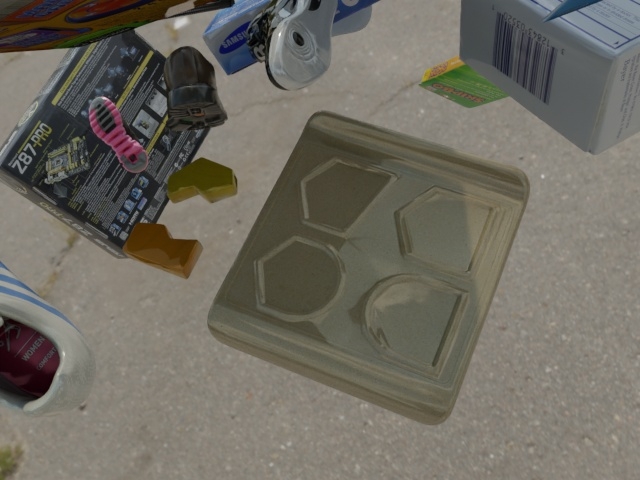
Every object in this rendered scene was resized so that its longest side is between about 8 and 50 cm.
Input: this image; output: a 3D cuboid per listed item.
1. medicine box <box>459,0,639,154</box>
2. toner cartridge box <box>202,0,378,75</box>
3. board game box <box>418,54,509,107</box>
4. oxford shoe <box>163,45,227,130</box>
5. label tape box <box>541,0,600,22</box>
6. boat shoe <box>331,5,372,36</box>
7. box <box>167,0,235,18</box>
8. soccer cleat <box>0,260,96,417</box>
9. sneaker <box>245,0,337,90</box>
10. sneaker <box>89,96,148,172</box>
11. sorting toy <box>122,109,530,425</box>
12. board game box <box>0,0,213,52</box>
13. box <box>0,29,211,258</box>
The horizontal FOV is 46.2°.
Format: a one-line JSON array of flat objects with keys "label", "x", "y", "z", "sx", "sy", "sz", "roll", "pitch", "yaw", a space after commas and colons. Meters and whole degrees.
[{"label": "medicine box", "x": 0.373, "y": -0.284, "z": 0.964, "sx": 0.289, "sy": 0.149, "sz": 0.263, "roll": -27, "pitch": 50, "yaw": -17}, {"label": "toner cartridge box", "x": 0.002, "y": -0.374, "z": 1.096, "sx": 0.347, "sy": 0.075, "sz": 0.165, "roll": -20, "pitch": 32, "yaw": 26}, {"label": "board game box", "x": 0.285, "y": -0.291, "z": 1.349, "sx": 0.259, "sy": 0.124, "sz": 0.039, "roll": -6, "pitch": 65, "yaw": 70}, {"label": "oxford shoe", "x": -0.167, "y": -0.199, "z": 0.991, "sx": 0.082, "sy": 0.096, "sz": 0.227, "roll": -9, "pitch": -3, "yaw": -13}, {"label": "label tape box", "x": 0.334, "y": -0.343, "z": 0.621, "sx": 0.249, "sy": 0.115, "sz": 0.348, "roll": -23, "pitch": -6, "yaw": -11}, {"label": "boat shoe", "x": -0.067, "y": -0.493, "z": 1.636, "sx": 0.367, "sy": 0.136, "sz": 0.156, "roll": -25, "pitch": 29, "yaw": -36}, {"label": "box", "x": -0.257, "y": -0.378, "z": 0.923, "sx": 0.270, "sy": 0.216, "sz": 0.060, "roll": -12, "pitch": 33, "yaw": -7}, {"label": "soccer cleat", "x": -0.353, "y": 0.047, "z": 0.704, "sx": 0.116, "sy": 0.331, "sz": 0.143, "roll": -54, "pitch": 4, "yaw": -5}, {"label": "sneaker", "x": -0.048, "y": -0.240, "z": 0.941, "sx": 0.121, "sy": 0.079, "sz": 0.217, "roll": -26, "pitch": 35, "yaw": 38}, {"label": "sneaker", "x": -0.286, "y": -0.151, "z": 1.076, "sx": 0.047, "sy": 0.119, "sz": 0.057, "roll": -30, "pitch": 9, "yaw": 6}, {"label": "sorting toy", "x": 0.000, "y": 0.000, "z": 0.649, "sx": 0.307, "sy": 0.041, "sz": 0.229, "roll": 19, "pitch": 70, "yaw": 15}, {"label": "board game box", "x": -0.199, "y": -0.350, "z": 0.531, "sx": 0.356, "sy": 0.356, "sz": 0.356, "roll": -11, "pitch": 12, "yaw": 22}, {"label": "box", "x": -0.415, "y": -0.208, "z": 1.508, "sx": 0.097, "sy": 0.318, "sz": 0.395, "roll": -1, "pitch": 58, "yaw": 49}]
